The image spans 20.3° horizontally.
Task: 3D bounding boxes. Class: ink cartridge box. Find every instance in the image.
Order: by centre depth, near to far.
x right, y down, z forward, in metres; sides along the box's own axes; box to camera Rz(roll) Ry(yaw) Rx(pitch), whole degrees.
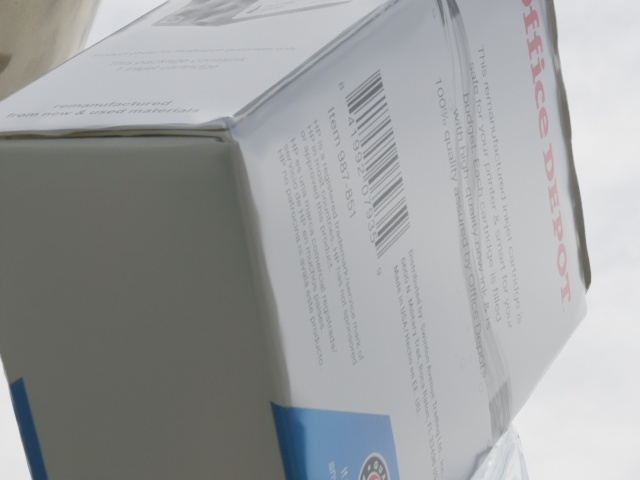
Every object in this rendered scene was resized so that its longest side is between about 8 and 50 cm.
[{"bbox_3d":[0.000,0.000,0.772,0.129,0.307,0.223,1,-66,28],"label":"ink cartridge box"}]

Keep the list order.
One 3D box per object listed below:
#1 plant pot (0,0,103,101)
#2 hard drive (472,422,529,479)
[{"bbox_3d":[-0.254,-0.194,1.254,0.256,0.274,0.256,25,-24,12],"label":"plant pot"},{"bbox_3d":[0.109,0.234,1.066,0.040,0.203,0.307,-12,3,11],"label":"hard drive"}]
